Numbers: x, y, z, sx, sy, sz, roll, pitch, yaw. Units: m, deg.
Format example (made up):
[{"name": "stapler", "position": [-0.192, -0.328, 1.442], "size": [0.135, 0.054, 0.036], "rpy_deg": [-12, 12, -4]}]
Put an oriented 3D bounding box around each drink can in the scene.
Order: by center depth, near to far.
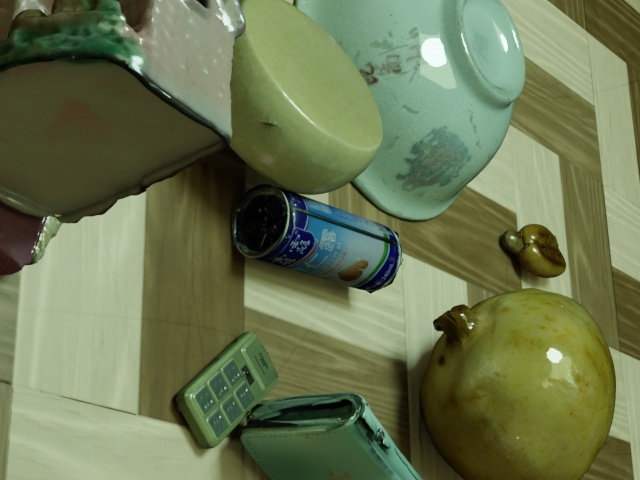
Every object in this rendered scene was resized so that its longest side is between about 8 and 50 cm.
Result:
[{"name": "drink can", "position": [0.000, 0.000, 1.660], "size": [0.235, 0.097, 0.097], "rpy_deg": [18, 62, -49]}]

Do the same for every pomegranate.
[{"name": "pomegranate", "position": [0.274, 0.214, 1.791], "size": [0.307, 0.307, 0.307], "rpy_deg": [25, 57, -45]}]

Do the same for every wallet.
[{"name": "wallet", "position": [0.034, 0.277, 1.511], "size": [0.250, 0.176, 0.075], "rpy_deg": [56, 43, -32]}]

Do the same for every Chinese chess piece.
[{"name": "Chinese chess piece", "position": [-0.041, -0.181, 1.616], "size": [0.273, 0.102, 0.273], "rpy_deg": [38, 29, -26]}]

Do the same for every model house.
[{"name": "model house", "position": [-0.210, -0.181, 1.140], "size": [0.202, 0.237, 0.237], "rpy_deg": [31, 49, -39]}]

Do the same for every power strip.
[{"name": "power strip", "position": [-0.102, 0.168, 1.512], "size": [0.076, 0.028, 0.169], "rpy_deg": [62, 37, -12]}]

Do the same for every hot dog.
[{"name": "hot dog", "position": [0.352, 0.018, 2.148], "size": [0.140, 0.060, 0.089], "rpy_deg": [16, 59, -56]}]

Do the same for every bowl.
[{"name": "bowl", "position": [0.172, -0.259, 1.910], "size": [0.435, 0.196, 0.434], "rpy_deg": [26, 55, -45]}]

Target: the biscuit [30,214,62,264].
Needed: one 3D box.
[{"name": "biscuit", "position": [-0.267, -0.059, 1.365], "size": [0.055, 0.061, 0.219], "rpy_deg": [102, 13, -45]}]

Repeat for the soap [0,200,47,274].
[{"name": "soap", "position": [-0.346, -0.158, 1.249], "size": [0.233, 0.128, 0.359], "rpy_deg": [43, 45, -37]}]
